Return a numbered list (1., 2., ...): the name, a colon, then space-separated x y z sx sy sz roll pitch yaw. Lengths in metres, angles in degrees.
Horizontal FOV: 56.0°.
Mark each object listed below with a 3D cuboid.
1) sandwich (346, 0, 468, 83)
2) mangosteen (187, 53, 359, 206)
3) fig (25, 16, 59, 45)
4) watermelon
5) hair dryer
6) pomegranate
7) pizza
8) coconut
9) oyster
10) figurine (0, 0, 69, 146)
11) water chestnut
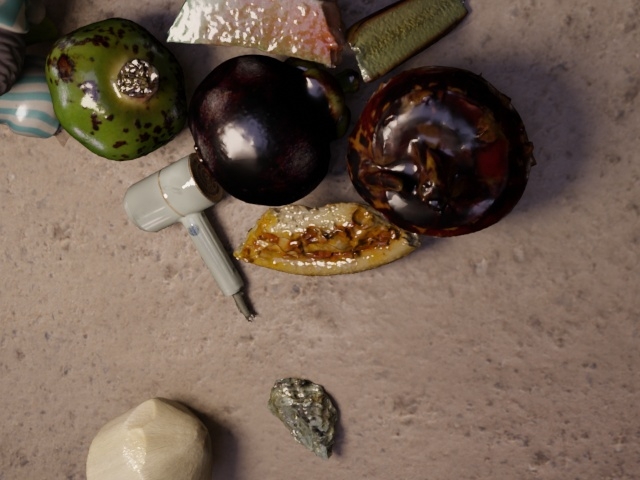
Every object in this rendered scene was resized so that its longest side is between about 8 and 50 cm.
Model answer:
1. sandwich: 0.126 -0.338 0.987 0.096 0.258 0.094 -5 117 58
2. mangosteen: -0.066 -0.201 1.015 0.302 0.275 0.275 -33 92 -2
3. fig: -0.661 -0.433 1.173 0.234 0.167 0.167 18 106 17
4. watermelon: -0.090 -0.395 0.990 0.302 0.264 0.151 9 117 6
5. hair dryer: -0.231 0.020 1.198 0.173 0.107 0.357 -23 102 21
6. pomegranate: -0.353 -0.269 1.068 0.270 0.254 0.254 1 107 60
7. pizza: 0.000 0.000 1.097 0.366 0.073 0.182 0 147 15
8. coconut: -0.335 0.449 1.245 0.266 0.237 0.237 -25 95 25
9. oyster: -0.031 0.357 1.230 0.177 0.064 0.125 32 112 8
10. figurine: -0.542 -0.359 1.014 0.378 0.361 0.266 -42 64 28
11. water chestnut: 0.184 -0.130 0.951 0.300 0.300 0.299 3 103 15
